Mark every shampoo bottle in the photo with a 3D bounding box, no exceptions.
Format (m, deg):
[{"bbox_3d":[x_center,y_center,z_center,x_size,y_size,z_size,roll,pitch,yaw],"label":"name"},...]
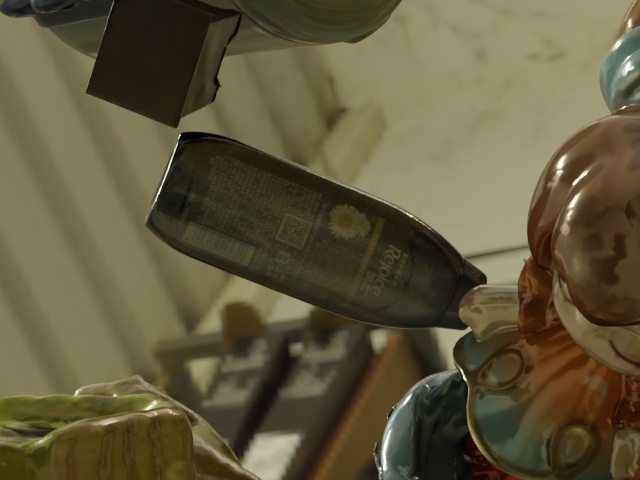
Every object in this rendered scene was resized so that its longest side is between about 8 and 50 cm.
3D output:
[{"bbox_3d":[0.000,0.000,1.318,0.049,0.233,0.087,-113,45,-79],"label":"shampoo bottle"}]

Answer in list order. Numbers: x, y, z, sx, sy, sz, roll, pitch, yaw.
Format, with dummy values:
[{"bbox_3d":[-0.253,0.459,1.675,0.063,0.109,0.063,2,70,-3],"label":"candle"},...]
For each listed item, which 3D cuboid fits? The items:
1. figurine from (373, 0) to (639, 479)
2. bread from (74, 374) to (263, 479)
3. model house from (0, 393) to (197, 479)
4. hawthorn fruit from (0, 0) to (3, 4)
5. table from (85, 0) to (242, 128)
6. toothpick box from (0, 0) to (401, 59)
[{"bbox_3d":[0.215,0.046,1.218,0.248,0.388,0.276,-30,-114,-38],"label":"figurine"},{"bbox_3d":[-0.130,0.268,1.652,0.196,0.252,0.238,-34,-63,-18],"label":"bread"},{"bbox_3d":[-0.163,0.176,0.985,0.234,0.175,0.193,-5,-88,-24],"label":"model house"},{"bbox_3d":[-0.351,-0.239,1.197,0.369,0.284,0.285,1,-101,-41],"label":"hawthorn fruit"},{"bbox_3d":[-0.106,-0.134,1.344,0.082,0.070,0.083,-37,-33,-72],"label":"table"},{"bbox_3d":[-0.117,-0.258,1.591,0.263,0.354,0.263,1,-92,-41],"label":"toothpick box"}]
